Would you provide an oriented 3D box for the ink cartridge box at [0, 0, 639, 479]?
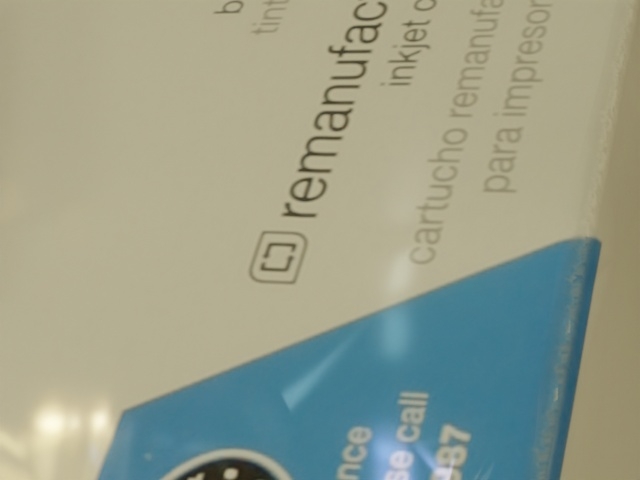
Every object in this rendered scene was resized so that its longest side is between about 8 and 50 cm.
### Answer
[{"bbox_3d":[-0.107,0.053,0.465,0.395,0.285,0.166,0,138,21],"label":"ink cartridge box"}]
